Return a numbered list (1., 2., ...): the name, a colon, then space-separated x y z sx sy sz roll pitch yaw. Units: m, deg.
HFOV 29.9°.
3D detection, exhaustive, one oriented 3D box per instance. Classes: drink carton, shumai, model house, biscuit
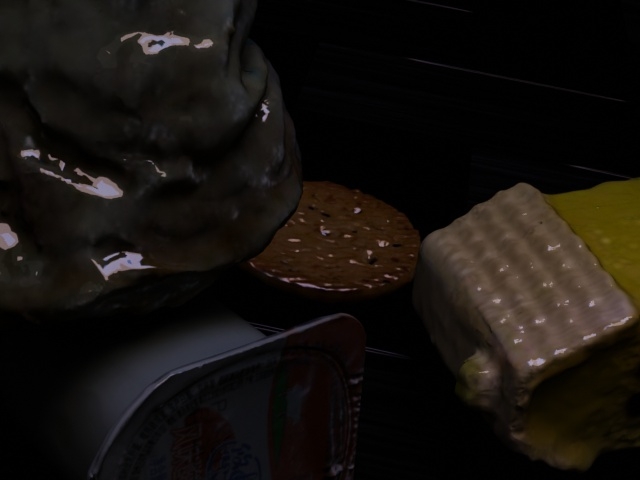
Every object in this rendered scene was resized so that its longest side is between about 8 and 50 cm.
1. drink carton: -0.102 0.102 0.753 0.191 0.185 0.189 -19 39 -34
2. shumai: -0.153 -0.131 0.723 0.309 0.263 0.304 23 38 25
3. model house: 0.191 0.054 0.908 0.234 0.175 0.193 -1 34 -22
4. biscuit: 0.000 0.001 1.075 0.187 0.027 0.188 8 31 -5
